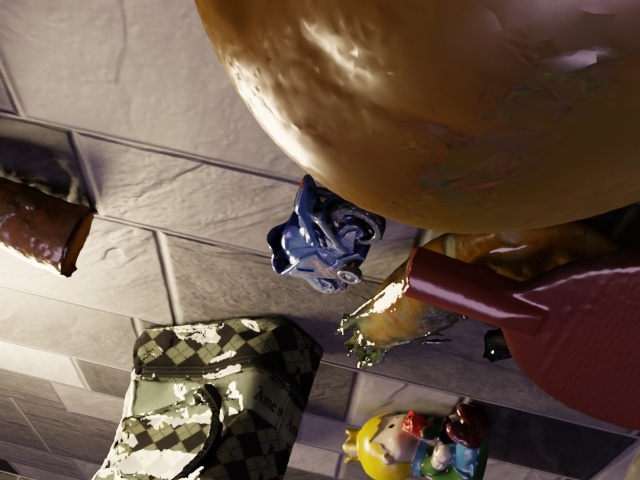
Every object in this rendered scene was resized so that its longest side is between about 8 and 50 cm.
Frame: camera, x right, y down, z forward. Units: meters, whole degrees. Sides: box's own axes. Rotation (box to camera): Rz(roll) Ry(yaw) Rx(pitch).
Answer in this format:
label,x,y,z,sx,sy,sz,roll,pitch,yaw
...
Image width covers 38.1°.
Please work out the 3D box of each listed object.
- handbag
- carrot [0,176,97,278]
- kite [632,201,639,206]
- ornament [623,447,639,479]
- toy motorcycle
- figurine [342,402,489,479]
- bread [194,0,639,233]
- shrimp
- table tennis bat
label,x,y,z,sx,sy,sz,roll,pitch,yaw
handbag,-0.205,0.308,1.336,0.317,0.416,0.180,-1,144,33
carrot,-0.413,-0.038,1.137,0.263,0.102,0.102,19,151,-5
kite,0.275,-0.096,0.787,0.314,0.011,0.335,32,146,-27
ornament,0.534,0.362,1.125,0.337,0.337,0.337,12,151,6
toy motorcycle,0.000,0.000,1.033,0.114,0.076,0.205,25,150,-3
figurine,0.148,0.322,1.494,0.234,0.127,0.185,18,142,23
bread,0.121,-0.162,0.495,0.348,0.253,0.376,24,152,-24
shrimp,0.182,0.086,1.097,0.272,0.085,0.445,24,146,-27
table tennis bat,0.282,0.094,0.918,0.415,0.051,0.268,18,140,3
